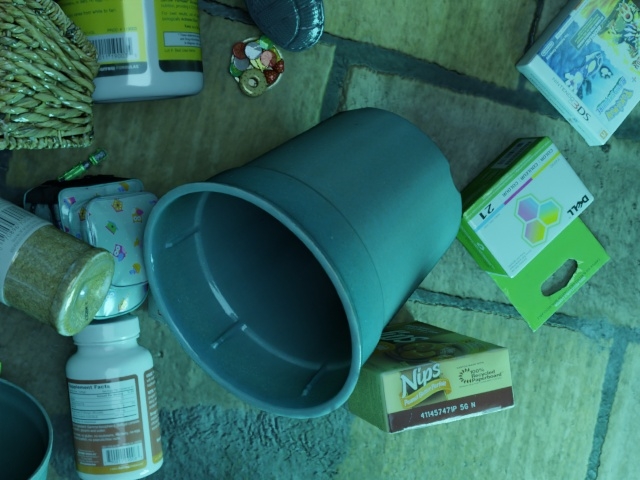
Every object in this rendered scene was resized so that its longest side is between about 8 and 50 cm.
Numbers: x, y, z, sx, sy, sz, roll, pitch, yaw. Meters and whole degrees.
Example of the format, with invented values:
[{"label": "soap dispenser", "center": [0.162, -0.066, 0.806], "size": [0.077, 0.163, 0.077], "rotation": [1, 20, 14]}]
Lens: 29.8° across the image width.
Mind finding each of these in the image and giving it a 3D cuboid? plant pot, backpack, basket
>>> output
[{"label": "plant pot", "center": [-0.491, 0.330, 1.539], "size": [0.293, 0.293, 0.196], "rotation": [-4, 121, -18]}, {"label": "plant pot", "center": [0.000, 0.000, 1.603], "size": [0.334, 0.341, 0.341], "rotation": [-41, 107, -42]}, {"label": "backpack", "center": [-0.299, 0.014, 1.621], "size": [0.166, 0.144, 0.188], "rotation": [-14, 109, -52]}, {"label": "basket", "center": [-0.422, -0.230, 1.487], "size": [0.213, 0.299, 0.223], "rotation": [-10, 103, -57]}]

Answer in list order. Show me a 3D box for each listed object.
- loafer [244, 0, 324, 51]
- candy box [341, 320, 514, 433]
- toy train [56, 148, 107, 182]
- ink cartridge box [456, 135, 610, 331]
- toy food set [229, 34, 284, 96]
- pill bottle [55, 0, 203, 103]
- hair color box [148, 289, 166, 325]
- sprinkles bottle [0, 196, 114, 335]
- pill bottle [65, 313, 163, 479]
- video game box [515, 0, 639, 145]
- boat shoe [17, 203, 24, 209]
[{"label": "loafer", "center": [-0.086, -0.399, 1.675], "size": [0.109, 0.095, 0.302], "rotation": [-30, 130, 8]}, {"label": "candy box", "center": [0.117, 0.183, 1.683], "size": [0.183, 0.316, 0.087], "rotation": [-9, 95, -17]}, {"label": "toy train", "center": [-0.332, -0.101, 1.674], "size": [0.083, 0.024, 0.017], "rotation": [-37, 104, -13]}, {"label": "ink cartridge box", "center": [0.339, -0.007, 1.858], "size": [0.189, 0.097, 0.255], "rotation": [-43, 104, -11]}, {"label": "toy food set", "center": [-0.092, -0.256, 1.742], "size": [0.083, 0.020, 0.082], "rotation": [-33, 102, -13]}, {"label": "pill bottle", "center": [-0.259, -0.353, 1.595], "size": [0.188, 0.188, 0.334], "rotation": [-5, 95, -17]}, {"label": "hair color box", "center": [-0.207, 0.031, 1.685], "size": [0.053, 0.093, 0.167], "rotation": [0, 93, -23]}, {"label": "sprinkles bottle", "center": [-0.437, -0.006, 1.513], "size": [0.355, 0.121, 0.121], "rotation": [26, 85, 13]}, {"label": "pill bottle", "center": [-0.287, 0.215, 1.659], "size": [0.121, 0.121, 0.216], "rotation": [-6, 95, -17]}, {"label": "video game box", "center": [0.438, -0.285, 1.898], "size": [0.187, 0.048, 0.205], "rotation": [43, 81, -18]}, {"label": "boat shoe", "center": [-0.435, -0.015, 1.636], "size": [0.135, 0.050, 0.045], "rotation": [-18, 102, -6]}]
